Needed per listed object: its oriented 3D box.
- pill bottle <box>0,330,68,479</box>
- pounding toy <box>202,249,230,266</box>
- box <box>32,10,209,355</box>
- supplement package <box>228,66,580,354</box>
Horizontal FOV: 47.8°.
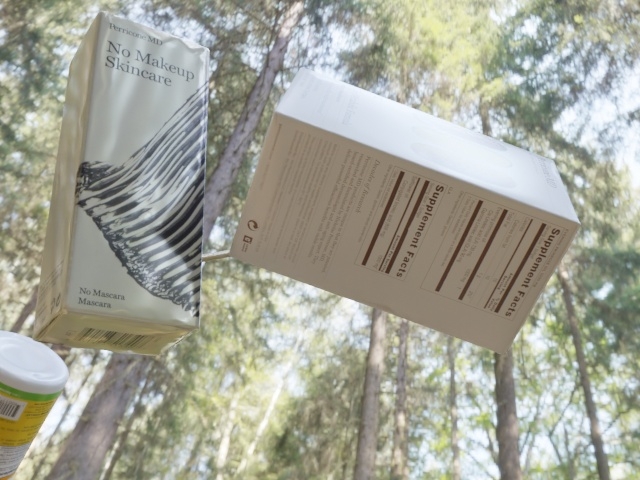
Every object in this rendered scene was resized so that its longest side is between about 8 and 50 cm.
[{"bbox_3d":[-0.469,0.261,1.004,0.136,0.136,0.246,30,-84,-12],"label":"pill bottle"},{"bbox_3d":[-0.213,0.038,1.015,0.141,0.130,0.100,33,-73,-9],"label":"pounding toy"},{"bbox_3d":[-0.164,-0.048,0.618,0.113,0.275,0.094,12,-27,-31],"label":"box"},{"bbox_3d":[0.068,-0.029,0.613,0.244,0.139,0.134,20,-62,-3],"label":"supplement package"}]
